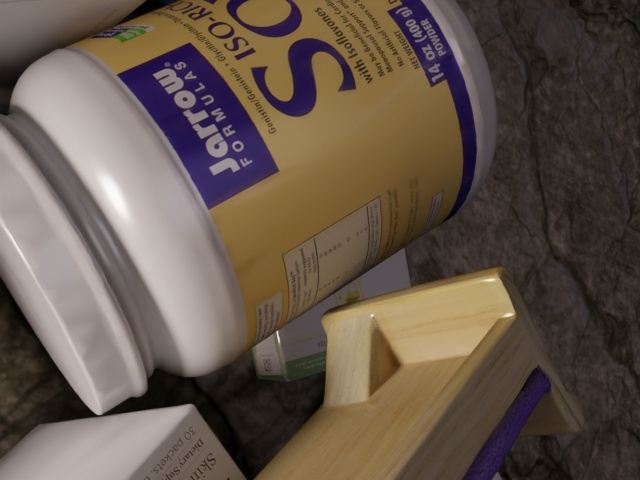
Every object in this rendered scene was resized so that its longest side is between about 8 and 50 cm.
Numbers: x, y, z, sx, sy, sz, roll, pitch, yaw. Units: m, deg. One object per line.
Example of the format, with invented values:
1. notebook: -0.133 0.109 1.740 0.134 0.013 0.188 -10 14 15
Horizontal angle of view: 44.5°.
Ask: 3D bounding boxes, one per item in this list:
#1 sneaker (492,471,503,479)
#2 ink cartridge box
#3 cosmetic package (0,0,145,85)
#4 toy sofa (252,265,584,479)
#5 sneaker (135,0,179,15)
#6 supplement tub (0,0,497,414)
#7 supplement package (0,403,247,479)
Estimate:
1. sneaker: 0.076 0.243 0.742 0.153 0.094 0.235 -52 121 -23
2. ink cartridge box: 0.000 0.000 0.746 0.171 0.056 0.235 -9 90 -38
3. cosmetic package: -0.262 -0.294 0.500 0.155 0.197 0.365 -22 98 -39
4. toy sofa: 0.007 0.175 0.394 0.362 0.150 0.177 -37 103 -48
5. sneaker: -0.117 -0.205 0.678 0.067 0.078 0.188 -48 130 -2
6. supplement tub: -0.065 -0.053 0.563 0.331 0.241 0.241 -32 102 -25
7. supplement package: -0.171 0.241 0.450 0.145 0.204 0.262 58 45 -16
